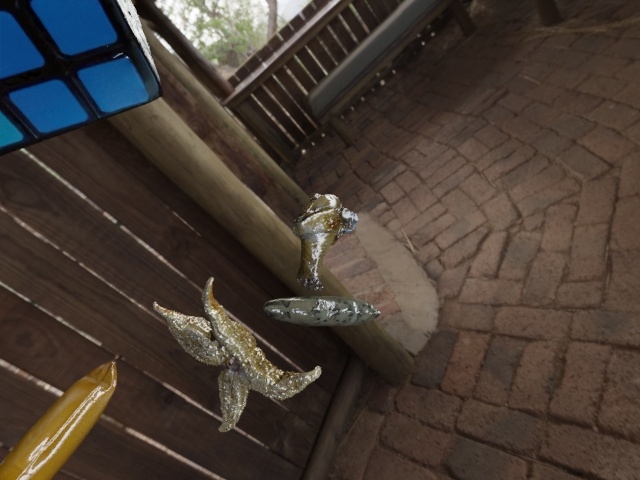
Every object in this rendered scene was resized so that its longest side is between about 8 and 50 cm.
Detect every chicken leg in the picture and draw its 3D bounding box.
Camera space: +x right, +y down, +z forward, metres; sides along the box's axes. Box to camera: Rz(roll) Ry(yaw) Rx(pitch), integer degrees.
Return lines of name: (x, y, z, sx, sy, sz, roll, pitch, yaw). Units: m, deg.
chicken leg: (-0.007, -0.004, 0.830, 0.196, 0.125, 0.080, -60, 7, -17)

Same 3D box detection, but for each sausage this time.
sausage: (-0.552, 0.398, 0.896, 0.112, 0.112, 0.328, -18, 31, 42)

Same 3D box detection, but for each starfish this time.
starfish: (-0.196, 0.209, 0.785, 0.301, 0.293, 0.084, -38, 7, 34)

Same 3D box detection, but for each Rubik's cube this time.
Rubik's cube: (-0.239, -0.186, 0.311, 0.162, 0.160, 0.163, -23, 58, -8)

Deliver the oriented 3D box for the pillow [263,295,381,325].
pillow: (0.022, 0.118, 0.687, 0.093, 0.241, 0.051, -10, 74, 51)
